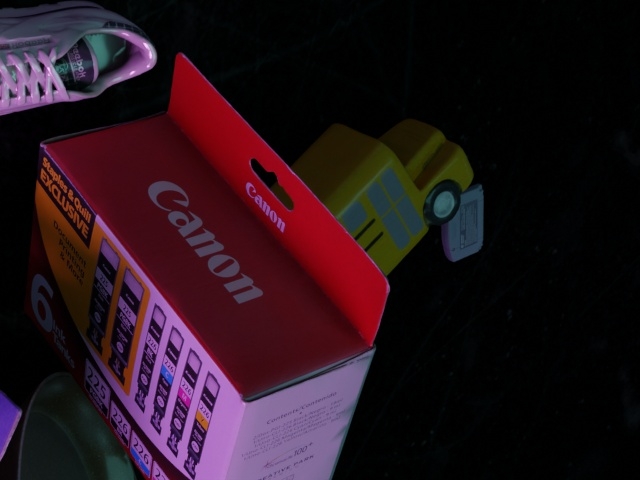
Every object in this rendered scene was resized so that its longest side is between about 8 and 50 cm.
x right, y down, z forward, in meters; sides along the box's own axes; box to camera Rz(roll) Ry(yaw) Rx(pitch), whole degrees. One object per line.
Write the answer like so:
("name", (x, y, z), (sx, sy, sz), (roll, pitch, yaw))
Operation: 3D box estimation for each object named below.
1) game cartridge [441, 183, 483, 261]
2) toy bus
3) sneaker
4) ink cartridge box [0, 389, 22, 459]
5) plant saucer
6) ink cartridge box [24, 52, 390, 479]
("game cartridge", (0.162, -0.020, 1.565), (0.056, 0.017, 0.083), (-23, 123, -35))
("toy bus", (0.000, 0.000, 1.372), (0.332, 0.108, 0.130), (-46, 131, -13))
("sneaker", (-0.248, -0.140, 1.102), (0.235, 0.095, 0.090), (-23, 125, -30))
("ink cartridge box", (-0.369, 0.197, 1.010), (0.072, 0.303, 0.307), (16, 98, -44))
("plant saucer", (-0.222, 0.274, 1.226), (0.050, 0.310, 0.310), (-14, 127, 8))
("ink cartridge box", (-0.106, 0.046, 1.111), (0.130, 0.309, 0.272), (-19, 142, -34))
